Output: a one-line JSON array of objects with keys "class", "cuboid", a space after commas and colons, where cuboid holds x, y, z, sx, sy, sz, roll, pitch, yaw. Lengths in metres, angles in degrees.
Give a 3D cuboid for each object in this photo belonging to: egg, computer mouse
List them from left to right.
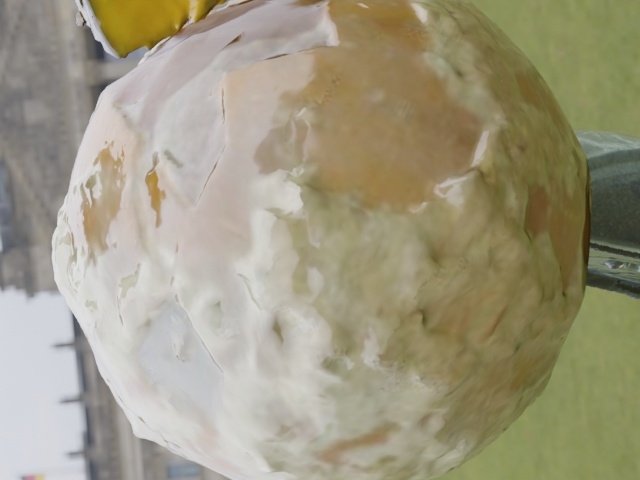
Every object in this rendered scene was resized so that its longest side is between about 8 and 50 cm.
[{"class": "egg", "cuboid": [0.000, 0.000, 0.562, 0.233, 0.194, 0.195, 172, 92, -78]}, {"class": "computer mouse", "cuboid": [0.172, -0.012, 0.776, 0.126, 0.231, 0.071, -5, 74, 60]}]

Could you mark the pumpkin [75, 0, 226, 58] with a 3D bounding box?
[{"class": "pumpkin", "cuboid": [-0.053, -0.087, 0.343, 0.074, 0.054, 0.083, -129, 21, -71]}]
